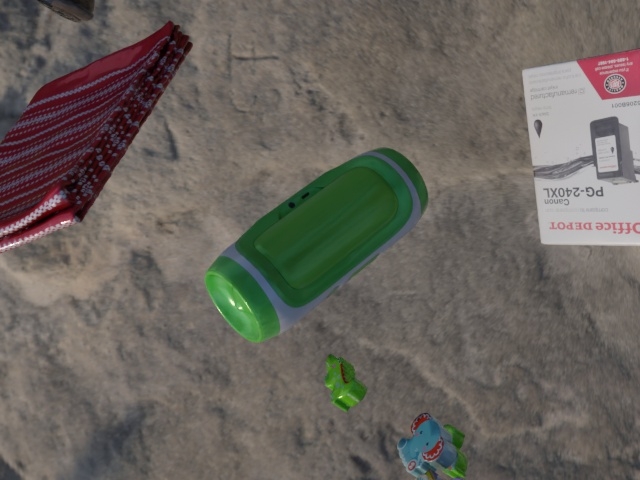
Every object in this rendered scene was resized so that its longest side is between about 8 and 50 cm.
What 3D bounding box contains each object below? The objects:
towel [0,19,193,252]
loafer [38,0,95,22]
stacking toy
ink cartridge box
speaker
[{"bbox_3d":[-0.225,-0.081,0.679,0.199,0.275,0.031,-18,124,25],"label":"towel"},{"bbox_3d":[-0.451,-0.464,1.180,0.366,0.134,0.130,43,96,8],"label":"loafer"},{"bbox_3d":[0.097,0.186,0.641,0.167,0.221,0.052,38,102,-28],"label":"stacking toy"},{"bbox_3d":[0.231,-0.072,0.650,0.109,0.063,0.150,1,103,50],"label":"ink cartridge box"},{"bbox_3d":[0.000,0.000,1.033,0.296,0.131,0.131,-37,77,-26],"label":"speaker"}]
